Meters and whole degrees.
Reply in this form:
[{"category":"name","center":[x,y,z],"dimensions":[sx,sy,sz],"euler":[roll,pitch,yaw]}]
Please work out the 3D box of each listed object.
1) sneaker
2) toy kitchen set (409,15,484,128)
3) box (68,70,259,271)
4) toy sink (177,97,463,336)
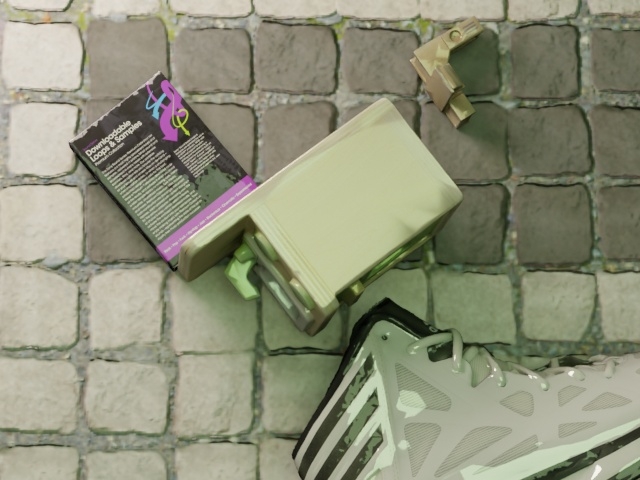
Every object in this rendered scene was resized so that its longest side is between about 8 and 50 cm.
[{"category":"sneaker","center":[0.177,0.130,1.710],"dimensions":[0.447,0.169,0.257],"euler":[-30,84,-8]},{"category":"toy kitchen set","center":[0.143,-0.169,1.822],"dimensions":[0.075,0.068,0.083],"euler":[-32,83,-10]},{"category":"box","center":[-0.148,-0.067,1.797],"dimensions":[0.116,0.029,0.162],"euler":[-39,85,-12]},{"category":"toy sink","center":[0.000,0.000,1.733],"dimensions":[0.234,0.153,0.131],"euler":[-36,83,-12]}]
